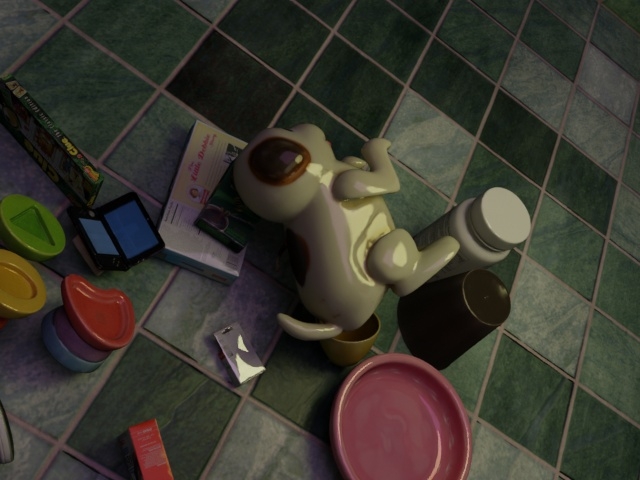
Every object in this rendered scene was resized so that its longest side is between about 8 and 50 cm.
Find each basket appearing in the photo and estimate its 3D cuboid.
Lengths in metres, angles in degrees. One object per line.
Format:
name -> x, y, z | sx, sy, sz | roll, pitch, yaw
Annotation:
basket -> 0.300, 0.162, 1.562 | 0.154, 0.227, 0.205 | -9, 72, -32

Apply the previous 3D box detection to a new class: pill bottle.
pill bottle -> 0.339, -0.001, 1.626 | 0.160, 0.283, 0.161 | 12, 62, -24

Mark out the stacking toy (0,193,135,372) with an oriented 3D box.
stacking toy -> -0.486, 0.086, 1.224 | 0.309, 0.130, 0.280 | 37, 23, -42

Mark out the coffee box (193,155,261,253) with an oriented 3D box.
coffee box -> -0.171, -0.077, 1.459 | 0.113, 0.040, 0.184 | 36, 54, -13

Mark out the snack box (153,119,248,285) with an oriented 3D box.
snack box -> -0.228, -0.085, 1.494 | 0.187, 0.060, 0.322 | 24, 58, -19

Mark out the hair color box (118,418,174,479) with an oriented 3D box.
hair color box -> -0.292, 0.401, 1.207 | 0.053, 0.093, 0.167 | -14, 74, -32

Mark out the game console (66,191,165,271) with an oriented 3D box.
game console -> -0.386, -0.022, 1.331 | 0.144, 0.085, 0.124 | 57, 16, 16

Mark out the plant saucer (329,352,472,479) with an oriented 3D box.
plant saucer -> 0.158, 0.403, 1.458 | 0.332, 0.084, 0.332 | 12, 61, -23

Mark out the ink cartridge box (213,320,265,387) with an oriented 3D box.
ink cartridge box -> -0.166, 0.225, 1.400 | 0.062, 0.029, 0.115 | -25, 80, -34

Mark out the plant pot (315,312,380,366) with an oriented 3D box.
plant pot -> 0.054, 0.207, 1.474 | 0.134, 0.095, 0.134 | 3, 31, -2

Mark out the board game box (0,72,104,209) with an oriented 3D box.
board game box -> -0.517, -0.179, 1.337 | 0.260, 0.136, 0.030 | 48, 56, 0

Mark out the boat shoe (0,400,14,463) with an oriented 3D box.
boat shoe -> -0.588, 0.226, 1.122 | 0.103, 0.118, 0.320 | -29, 78, -27

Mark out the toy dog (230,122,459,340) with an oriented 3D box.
toy dog -> -0.004, -0.046, 1.402 | 0.395, 0.284, 0.408 | -39, 100, -11

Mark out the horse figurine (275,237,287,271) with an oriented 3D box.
horse figurine -> 0.000, 0.000, 1.577 | 0.263, 0.066, 0.175 | 12, 67, -22
